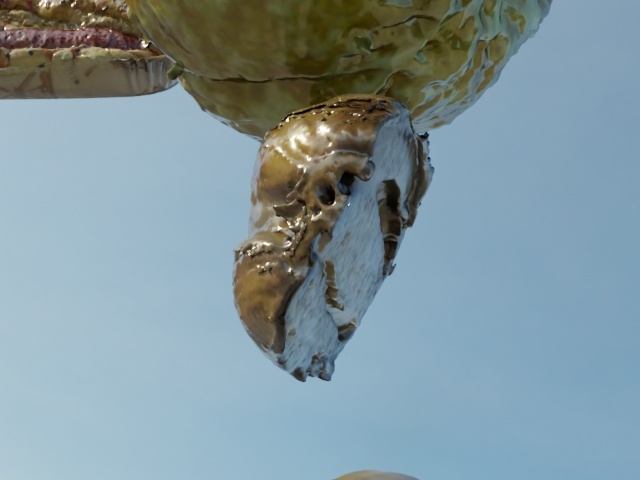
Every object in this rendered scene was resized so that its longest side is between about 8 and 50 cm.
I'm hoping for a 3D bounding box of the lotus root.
[{"bbox_3d":[0.000,0.000,0.724,0.078,0.167,0.329,31,-9,11],"label":"lotus root"}]

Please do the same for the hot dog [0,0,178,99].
[{"bbox_3d":[-0.235,-0.175,1.057,0.252,0.131,0.069,1,-48,5],"label":"hot dog"}]

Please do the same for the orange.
[{"bbox_3d":[0.019,-0.174,0.861,0.271,0.368,0.210,21,-68,34],"label":"orange"}]

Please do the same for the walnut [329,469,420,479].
[{"bbox_3d":[0.012,0.196,0.377,0.248,0.248,0.248,21,-29,12],"label":"walnut"}]
